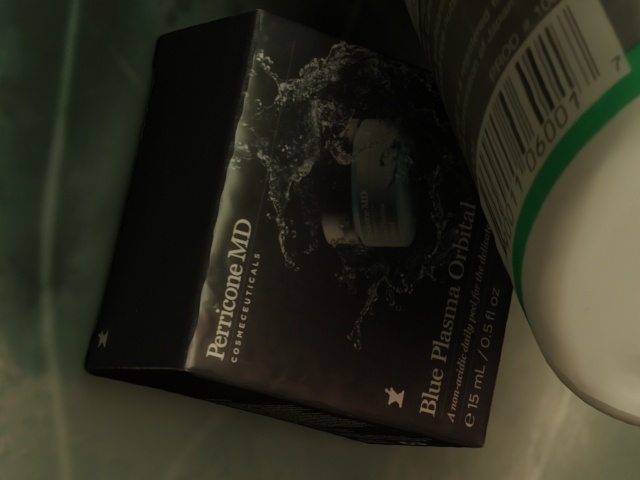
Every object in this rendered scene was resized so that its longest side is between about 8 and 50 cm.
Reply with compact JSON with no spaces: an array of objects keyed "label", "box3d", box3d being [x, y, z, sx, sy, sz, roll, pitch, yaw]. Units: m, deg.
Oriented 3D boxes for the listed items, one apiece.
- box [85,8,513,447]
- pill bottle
[{"label":"box","box3d":[0.000,0.000,0.871,0.158,0.093,0.156,17,79,-30]},{"label":"pill bottle","box3d":[0.134,-0.118,0.802,0.204,0.204,0.361,17,39,-31]}]
